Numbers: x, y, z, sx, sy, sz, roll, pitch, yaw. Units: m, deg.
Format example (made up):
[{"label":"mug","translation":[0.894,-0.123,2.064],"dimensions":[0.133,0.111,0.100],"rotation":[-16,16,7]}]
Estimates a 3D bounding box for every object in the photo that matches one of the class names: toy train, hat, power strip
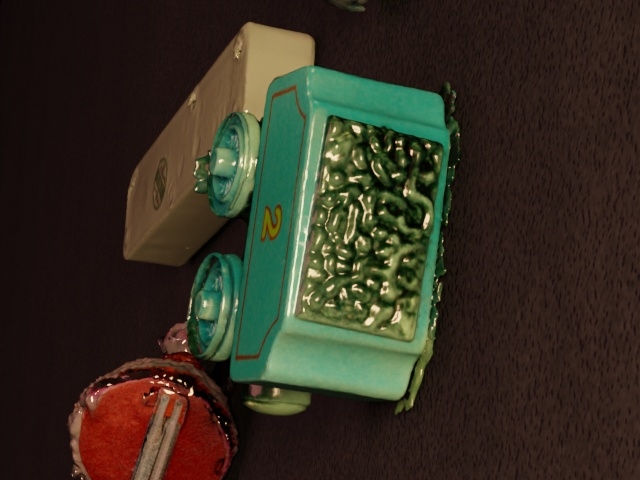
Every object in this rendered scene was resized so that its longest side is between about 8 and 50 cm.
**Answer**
[{"label":"toy train","translation":[0.000,0.000,1.092],"dimensions":[0.163,0.112,0.203],"rotation":[168,109,-67]},{"label":"hat","translation":[-0.117,0.130,1.476],"dimensions":[0.227,0.128,0.140],"rotation":[-75,-17,-69]},{"label":"power strip","translation":[-0.091,-0.063,1.525],"dimensions":[0.385,0.062,0.091],"rotation":[139,138,-65]}]

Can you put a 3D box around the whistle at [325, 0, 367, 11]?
[{"label":"whistle","translation":[0.020,-0.245,1.089],"dimensions":[0.348,0.189,0.189],"rotation":[108,165,-65]}]
